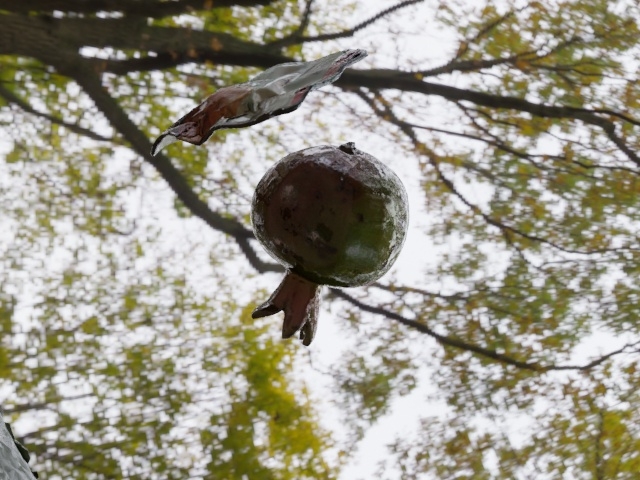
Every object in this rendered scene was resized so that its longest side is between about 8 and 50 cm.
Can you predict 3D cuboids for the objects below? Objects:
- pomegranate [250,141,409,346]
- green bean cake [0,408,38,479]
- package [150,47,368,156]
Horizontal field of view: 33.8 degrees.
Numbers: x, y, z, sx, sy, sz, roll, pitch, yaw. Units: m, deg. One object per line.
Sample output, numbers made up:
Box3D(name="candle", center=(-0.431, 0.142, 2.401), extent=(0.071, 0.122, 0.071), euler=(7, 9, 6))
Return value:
Box3D(name="pomegranate", center=(-0.003, -0.005, 0.848), extent=(0.159, 0.129, 0.129), euler=(-49, -115, 23))
Box3D(name="green bean cake", center=(-0.176, 0.106, 0.368), extent=(0.132, 0.241, 0.255), euler=(-40, -116, -7))
Box3D(name="package", center=(-0.074, -0.153, 1.125), extent=(0.232, 0.166, 0.040), euler=(-11, -66, 41))
